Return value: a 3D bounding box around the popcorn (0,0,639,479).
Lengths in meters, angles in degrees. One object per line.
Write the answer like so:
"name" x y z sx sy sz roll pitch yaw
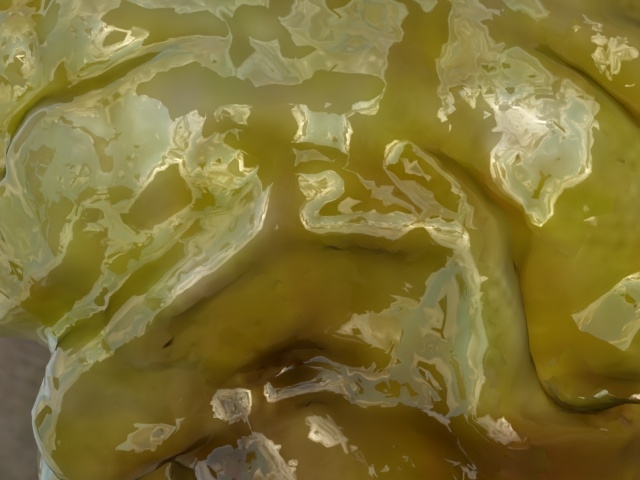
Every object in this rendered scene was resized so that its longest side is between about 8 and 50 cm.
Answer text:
"popcorn" 0.000 0.000 0.764 0.382 0.349 0.349 109 168 -46
